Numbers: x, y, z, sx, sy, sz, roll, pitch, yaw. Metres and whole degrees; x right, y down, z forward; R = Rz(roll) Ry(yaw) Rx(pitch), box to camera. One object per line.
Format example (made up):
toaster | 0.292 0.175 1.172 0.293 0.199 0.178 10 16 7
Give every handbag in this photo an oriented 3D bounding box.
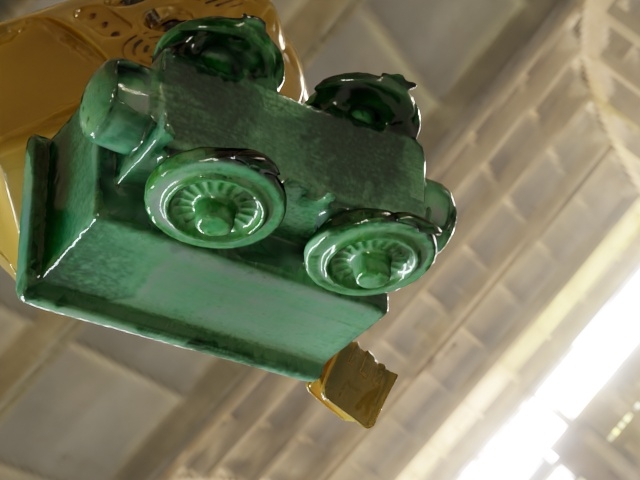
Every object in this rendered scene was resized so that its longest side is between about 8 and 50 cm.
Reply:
handbag | 0.027 0.122 1.170 0.083 0.027 0.061 44 -112 -44

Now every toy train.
toy train | -0.048 -0.026 0.867 0.266 0.145 0.202 20 -41 -30

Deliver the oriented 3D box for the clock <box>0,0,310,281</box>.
clock | -0.160 -0.106 1.137 0.317 0.244 0.200 -31 -43 -21
